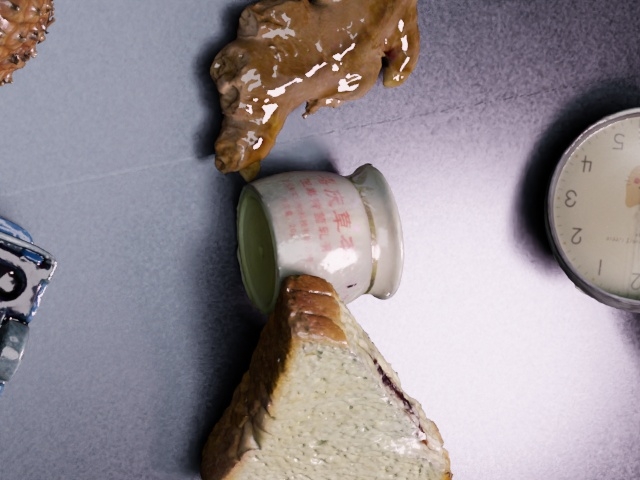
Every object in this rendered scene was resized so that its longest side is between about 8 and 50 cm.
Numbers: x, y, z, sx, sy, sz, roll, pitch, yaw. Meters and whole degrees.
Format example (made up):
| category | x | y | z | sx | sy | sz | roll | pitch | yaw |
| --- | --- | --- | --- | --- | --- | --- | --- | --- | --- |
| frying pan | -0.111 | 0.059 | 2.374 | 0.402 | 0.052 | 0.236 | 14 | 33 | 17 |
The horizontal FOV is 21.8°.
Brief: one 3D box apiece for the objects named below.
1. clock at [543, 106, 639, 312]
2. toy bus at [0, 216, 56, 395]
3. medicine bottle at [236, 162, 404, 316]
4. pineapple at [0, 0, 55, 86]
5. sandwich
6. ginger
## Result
| category | x | y | z | sx | sy | sz | roll | pitch | yaw |
| --- | --- | --- | --- | --- | --- | --- | --- | --- | --- |
| clock | 0.351 | -0.035 | 1.785 | 0.226 | 0.049 | 0.226 | -3 | 78 | 12 |
| toy bus | -0.376 | 0.122 | 1.552 | 0.152 | 0.190 | 0.312 | 22 | 91 | -20 |
| medicine bottle | 0.000 | 0.000 | 1.683 | 0.143 | 0.147 | 0.147 | -9 | 101 | -18 |
| pineapple | -0.310 | -0.235 | 1.438 | 0.202 | 0.362 | 0.202 | 2 | 84 | -20 |
| sandwich | 0.033 | 0.171 | 1.681 | 0.254 | 0.099 | 0.288 | 12 | 130 | -15 |
| ginger | 0.005 | -0.197 | 1.695 | 0.333 | 0.080 | 0.166 | -41 | 124 | -16 |
